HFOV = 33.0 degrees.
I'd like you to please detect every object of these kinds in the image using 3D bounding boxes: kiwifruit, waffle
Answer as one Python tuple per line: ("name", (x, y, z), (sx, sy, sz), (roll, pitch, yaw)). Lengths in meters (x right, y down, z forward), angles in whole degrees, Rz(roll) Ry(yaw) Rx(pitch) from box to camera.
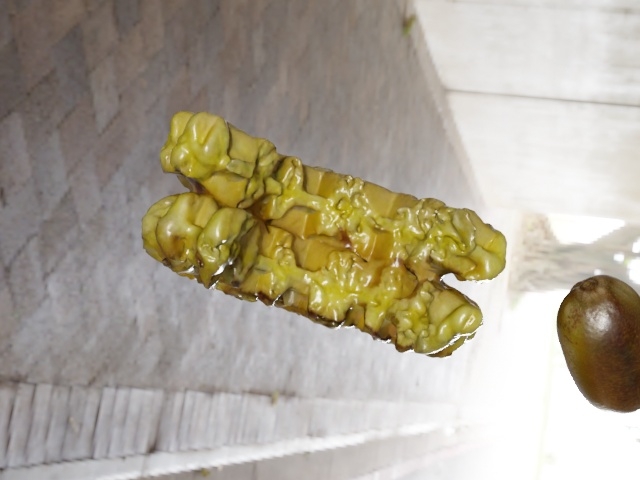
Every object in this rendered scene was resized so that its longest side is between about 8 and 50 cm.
("kiwifruit", (0.227, 0.084, 0.846), (0.075, 0.075, 0.124), (-67, 142, -50))
("waffle", (0.000, 0.000, 0.977), (0.261, 0.324, 0.151), (-179, -70, -83))
